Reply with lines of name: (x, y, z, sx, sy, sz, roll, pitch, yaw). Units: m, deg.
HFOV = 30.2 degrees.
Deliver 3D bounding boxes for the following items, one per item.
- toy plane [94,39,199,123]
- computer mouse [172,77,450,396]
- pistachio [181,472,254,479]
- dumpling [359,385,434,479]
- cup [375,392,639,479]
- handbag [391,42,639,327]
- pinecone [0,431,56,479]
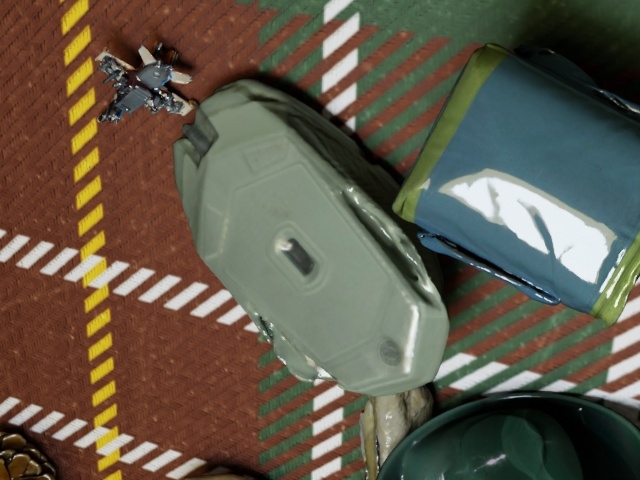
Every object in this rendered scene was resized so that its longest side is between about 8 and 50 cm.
toy plane: (-0.235, -0.178, 1.466, 0.135, 0.062, 0.188, 33, 133, -24)
computer mouse: (0.000, -0.002, 1.386, 0.429, 0.145, 0.228, 48, 122, 16)
pistachio: (-0.116, 0.469, 1.663, 0.230, 0.230, 0.308, -15, 111, 33)
dumpling: (0.099, 0.274, 1.498, 0.086, 0.166, 0.332, 0, 105, -4)
cup: (0.206, 0.410, 1.385, 0.401, 0.310, 0.392, -7, 117, 15)
handbag: (0.227, -0.055, 1.164, 0.241, 0.263, 0.222, 32, 98, 13)
pinecone: (-0.494, 0.387, 1.834, 0.185, 0.168, 0.212, 42, 141, -15)
